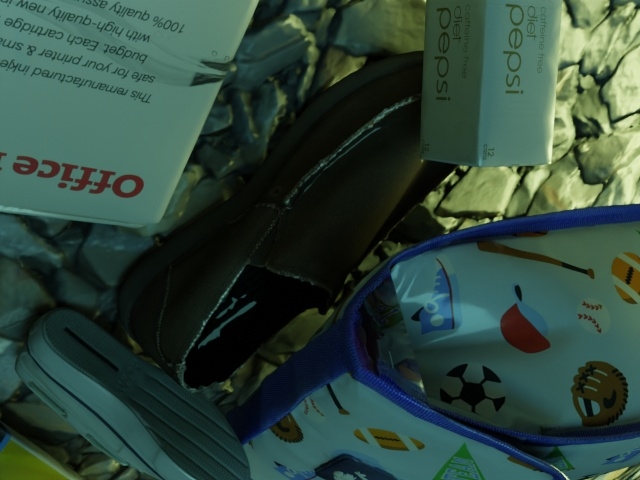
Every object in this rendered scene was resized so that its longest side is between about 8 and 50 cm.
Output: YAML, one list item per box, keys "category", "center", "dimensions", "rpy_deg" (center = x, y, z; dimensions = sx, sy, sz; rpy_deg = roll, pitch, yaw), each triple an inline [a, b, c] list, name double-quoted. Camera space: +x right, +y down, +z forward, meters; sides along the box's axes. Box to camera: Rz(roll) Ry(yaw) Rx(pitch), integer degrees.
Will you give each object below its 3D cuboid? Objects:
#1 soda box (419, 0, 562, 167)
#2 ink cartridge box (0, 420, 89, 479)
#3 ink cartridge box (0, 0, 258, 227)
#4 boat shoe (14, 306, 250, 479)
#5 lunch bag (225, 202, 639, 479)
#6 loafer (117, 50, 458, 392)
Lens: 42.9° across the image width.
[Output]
- category: "soda box"
  center: [0.121, -0.162, 0.575]
  dimensions: [0.069, 0.074, 0.216]
  rpy_deg: [-5, 102, -27]
- category: "ink cartridge box"
  center: [-0.357, 0.290, 0.684]
  dimensions: [0.307, 0.072, 0.303]
  rpy_deg: [-54, 144, -20]
- category: "ink cartridge box"
  center: [-0.147, -0.163, 0.441]
  dimensions: [0.211, 0.121, 0.289]
  rpy_deg: [9, 123, -36]
- category: "boat shoe"
  center: [-0.161, 0.150, 0.703]
  dimensions: [0.076, 0.226, 0.083]
  rpy_deg: [-44, -177, 34]
- category: "lunch bag"
  center: [0.133, 0.130, 0.734]
  dimensions: [0.385, 0.239, 0.328]
  rpy_deg: [-2, 155, -26]
- category: "loafer"
  center: [0.000, 0.000, 0.673]
  dimensions: [0.366, 0.130, 0.134]
  rpy_deg: [-42, 137, 9]
